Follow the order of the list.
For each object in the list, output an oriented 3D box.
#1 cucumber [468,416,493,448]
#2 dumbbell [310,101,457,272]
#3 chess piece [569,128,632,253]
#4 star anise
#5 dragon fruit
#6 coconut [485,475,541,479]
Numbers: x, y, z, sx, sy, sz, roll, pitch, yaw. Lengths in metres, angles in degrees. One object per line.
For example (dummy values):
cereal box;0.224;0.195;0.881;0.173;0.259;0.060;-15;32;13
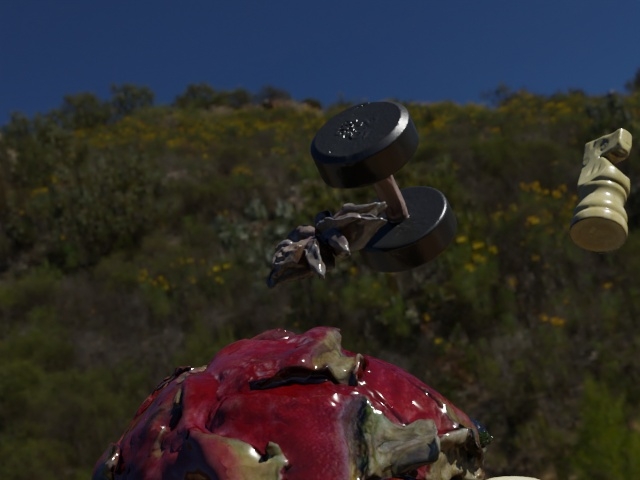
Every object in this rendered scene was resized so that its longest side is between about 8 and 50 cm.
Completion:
cucumber;0.117;0.248;1.516;0.245;0.067;0.067;10;-23;-23
dumbbell;0.093;-0.076;1.644;0.152;0.152;0.218;-18;-56;15
chess piece;0.440;-0.086;1.769;0.090;0.200;0.090;10;-35;7
star anise;0.000;0.000;1.520;0.195;0.065;0.182;-40;14;-19
dragon fruit;-0.026;0.227;0.871;0.329;0.329;0.329;-14;-13;-3
coconut;0.267;0.469;1.485;0.323;0.323;0.323;-14;-13;-3
